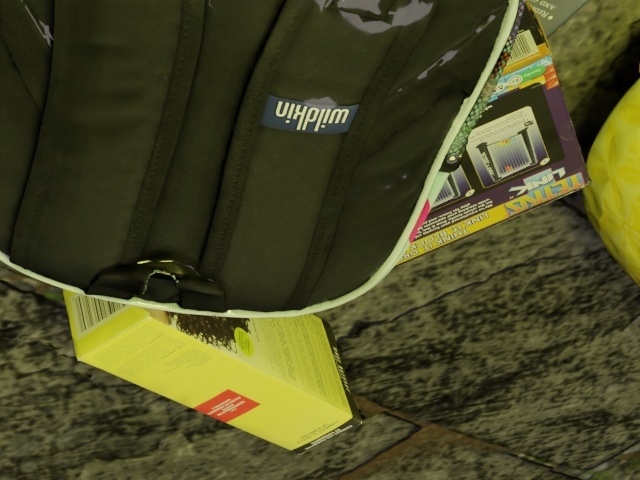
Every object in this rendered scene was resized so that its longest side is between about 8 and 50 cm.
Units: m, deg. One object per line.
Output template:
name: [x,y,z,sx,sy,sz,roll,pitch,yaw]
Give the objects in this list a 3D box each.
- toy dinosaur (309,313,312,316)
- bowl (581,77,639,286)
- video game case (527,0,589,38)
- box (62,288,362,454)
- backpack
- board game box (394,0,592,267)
toy dinosaur: [0.000,0.000,0.977,0.082,0.047,0.090,12,104,-26]
bowl: [0.314,-0.016,0.896,0.289,0.156,0.289,-13,148,-9]
video game case: [0.029,-0.117,0.813,0.196,0.026,0.274,15,135,-41]
box: [-0.065,0.063,0.976,0.058,0.087,0.232,-31,146,19]
backpack: [-0.046,-0.087,0.650,0.225,0.191,0.254,9,134,-8]
board game box: [0.056,-0.049,0.860,0.170,0.048,0.141,-23,149,6]
